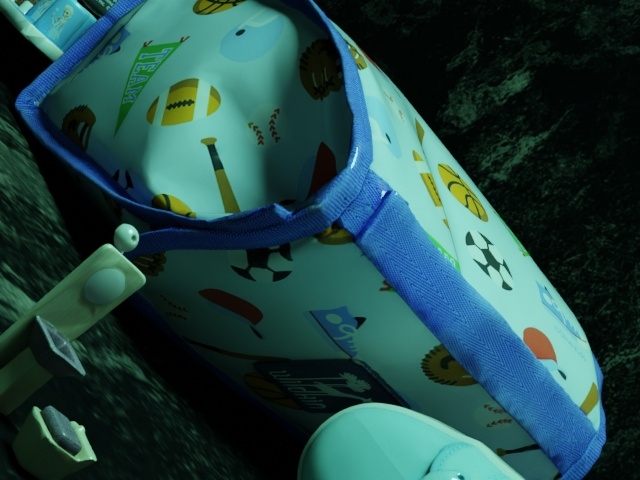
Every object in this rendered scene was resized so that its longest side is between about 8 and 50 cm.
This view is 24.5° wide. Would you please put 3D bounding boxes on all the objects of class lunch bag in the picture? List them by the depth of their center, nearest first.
[{"bbox_3d":[0.000,0.000,1.032,0.328,0.239,0.385,46,-6,-37],"label":"lunch bag"}]

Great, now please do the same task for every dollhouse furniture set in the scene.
[{"bbox_3d":[-0.112,0.013,0.530,0.114,0.081,0.091,48,3,-44],"label":"dollhouse furniture set"}]

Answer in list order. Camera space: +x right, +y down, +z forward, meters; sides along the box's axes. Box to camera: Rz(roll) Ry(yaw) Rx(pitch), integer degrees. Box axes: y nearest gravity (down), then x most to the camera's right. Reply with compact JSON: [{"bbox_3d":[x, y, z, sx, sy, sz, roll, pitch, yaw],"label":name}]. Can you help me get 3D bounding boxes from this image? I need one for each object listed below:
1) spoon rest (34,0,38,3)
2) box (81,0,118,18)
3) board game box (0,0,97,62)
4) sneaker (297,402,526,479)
[{"bbox_3d":[-0.213,-0.214,1.605,0.276,0.084,0.137,29,-40,-1],"label":"spoon rest"},{"bbox_3d":[-0.094,-0.287,1.328,0.143,0.270,0.165,43,0,8],"label":"box"},{"bbox_3d":[-0.170,-0.139,1.386,0.390,0.050,0.390,42,0,-35],"label":"board game box"},{"bbox_3d":[0.077,0.188,0.703,0.366,0.135,0.150,51,-1,44],"label":"sneaker"}]
